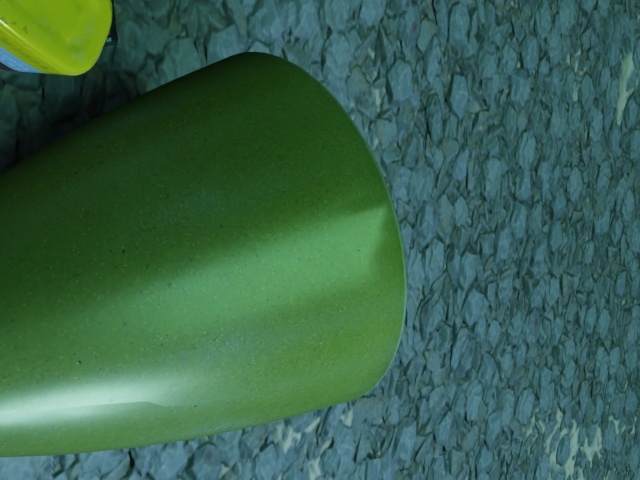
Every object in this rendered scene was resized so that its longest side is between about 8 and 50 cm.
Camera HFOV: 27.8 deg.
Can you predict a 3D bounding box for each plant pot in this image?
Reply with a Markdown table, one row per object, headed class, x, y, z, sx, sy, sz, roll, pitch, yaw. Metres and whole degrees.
| class | x | y | z | sx | sy | sz | roll | pitch | yaw |
| --- | --- | --- | --- | --- | --- | --- | --- | --- | --- |
| plant pot | -0.141 | 0.032 | 0.896 | 0.293 | 0.275 | 0.275 | -19 | 114 | -34 |

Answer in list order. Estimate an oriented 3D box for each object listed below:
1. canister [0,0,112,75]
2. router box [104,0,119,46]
| class | x | y | z | sx | sy | sz | roll | pitch | yaw |
| --- | --- | --- | --- | --- | --- | --- | --- | --- | --- |
| canister | -0.224 | -0.150 | 0.774 | 0.126 | 0.170 | 0.073 | 38 | 66 | -52 |
| router box | -0.202 | -0.176 | 0.918 | 0.122 | 0.038 | 0.092 | -25 | 116 | -50 |
